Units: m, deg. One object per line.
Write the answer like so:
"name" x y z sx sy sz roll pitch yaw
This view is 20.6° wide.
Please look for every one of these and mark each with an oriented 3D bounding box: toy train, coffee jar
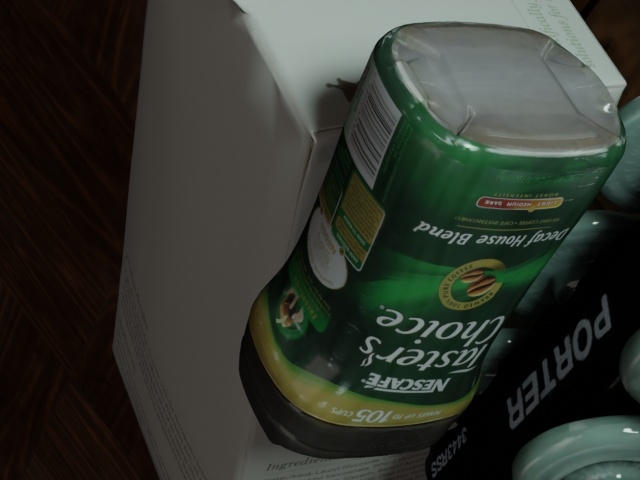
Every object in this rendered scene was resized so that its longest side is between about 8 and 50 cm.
"toy train" 0.164 0.062 0.733 0.334 0.190 0.142 123 151 -49
"coffee jar" 0.036 0.007 0.682 0.079 0.096 0.184 64 143 36

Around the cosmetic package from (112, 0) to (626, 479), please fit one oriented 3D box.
"cosmetic package" 0.000 0.000 0.883 0.365 0.155 0.197 105 148 -48
